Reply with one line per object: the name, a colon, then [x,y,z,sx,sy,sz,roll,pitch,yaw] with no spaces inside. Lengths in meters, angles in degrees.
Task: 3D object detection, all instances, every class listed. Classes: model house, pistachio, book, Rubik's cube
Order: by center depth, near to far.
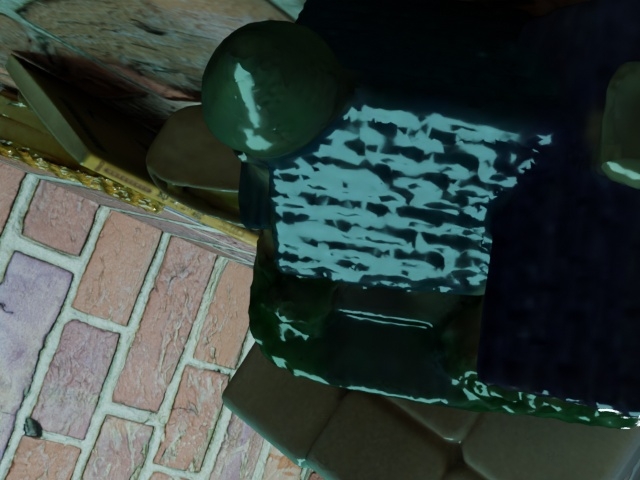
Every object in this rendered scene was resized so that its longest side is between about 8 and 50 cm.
model house: [0.095,-0.018,0.473,0.312,0.245,0.280,10,175,4]
Rubik's cube: [0.163,0.121,0.797,0.316,0.319,0.322,32,178,31]
pistachio: [-0.098,-0.079,0.943,0.223,0.126,0.152,22,-140,31]
book: [-0.212,-0.097,1.120,0.389,0.032,0.269,28,-168,-50]

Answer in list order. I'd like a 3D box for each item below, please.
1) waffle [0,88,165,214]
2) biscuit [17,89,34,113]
waffle: [-0.393,-0.143,1.418,0.308,0.091,0.213,20,172,-11]
biscuit: [-0.329,-0.154,1.195,0.219,0.033,0.220,34,-176,-3]
